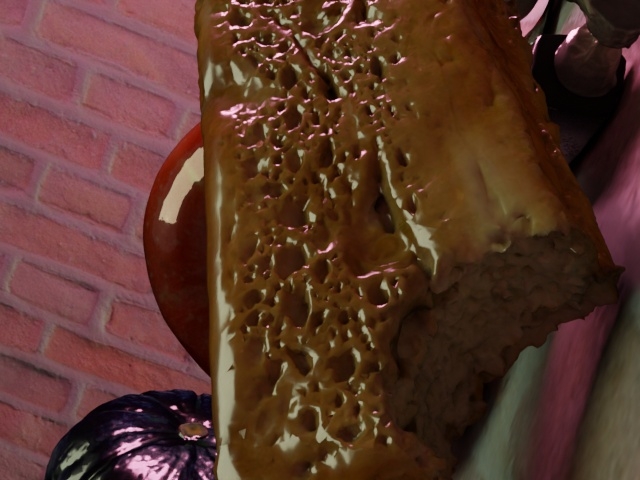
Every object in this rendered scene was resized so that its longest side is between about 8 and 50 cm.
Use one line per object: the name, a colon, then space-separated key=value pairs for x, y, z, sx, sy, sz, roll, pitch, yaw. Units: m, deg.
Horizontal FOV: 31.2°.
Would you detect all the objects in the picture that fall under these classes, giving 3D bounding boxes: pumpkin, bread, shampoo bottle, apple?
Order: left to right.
pumpkin: x=-0.201 y=0.366 z=1.560 sx=0.363 sy=0.363 sz=0.266 roll=-68 pitch=-6 yaw=-64
apple: x=0.000 y=0.000 z=0.889 sx=0.260 sy=0.260 sz=0.216 roll=-68 pitch=-13 yaw=17
bread: x=0.034 y=-0.027 z=0.555 sx=0.380 sy=0.185 sz=0.109 roll=-98 pitch=-16 yaw=-44
shampoo bottle: x=0.131 y=-0.076 z=0.662 sx=0.208 sy=0.063 sz=0.057 roll=112 pitch=170 yaw=-62

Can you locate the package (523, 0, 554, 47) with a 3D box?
package: x=0.166 y=-0.130 z=1.049 sx=0.154 sy=0.030 sz=0.239 roll=-54 pitch=5 yaw=43

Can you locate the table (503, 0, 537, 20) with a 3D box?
table: x=0.179 y=-0.303 z=1.024 sx=0.220 sy=0.126 sz=0.126 roll=119 pitch=174 yaw=-61
